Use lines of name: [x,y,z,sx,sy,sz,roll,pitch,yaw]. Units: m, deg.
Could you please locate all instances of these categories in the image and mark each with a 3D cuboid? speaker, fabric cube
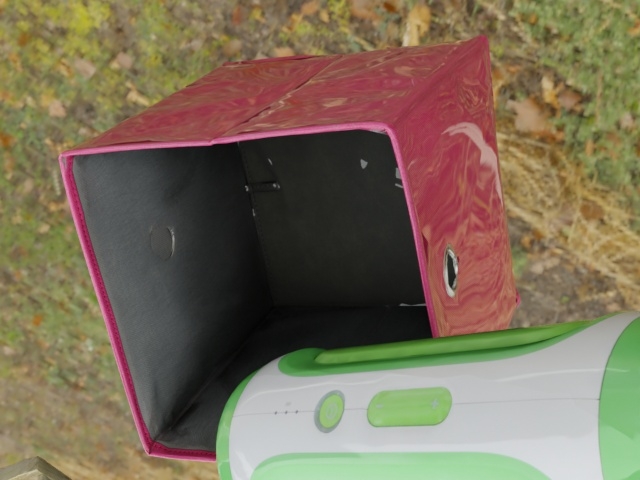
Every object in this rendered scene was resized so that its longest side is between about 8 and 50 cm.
speaker: [0.073,0.111,0.534,0.296,0.131,0.131,-13,133,46]
fabric cube: [0.000,0.000,0.780,0.259,0.258,0.254,-2,112,24]

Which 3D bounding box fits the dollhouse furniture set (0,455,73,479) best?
dollhouse furniture set: [-0.241,0.253,0.681,0.183,0.129,0.129,-18,140,13]
